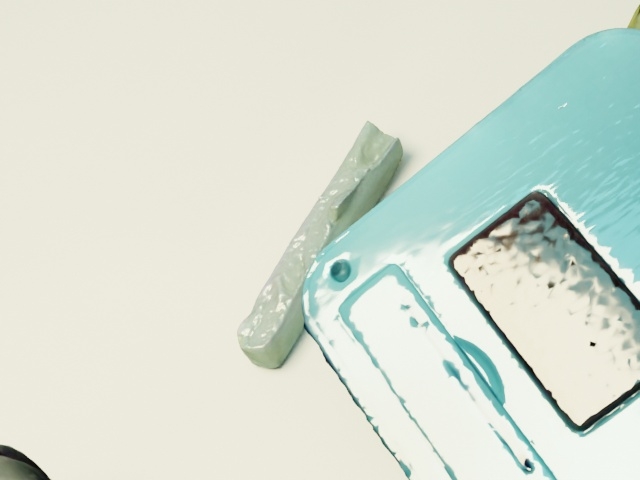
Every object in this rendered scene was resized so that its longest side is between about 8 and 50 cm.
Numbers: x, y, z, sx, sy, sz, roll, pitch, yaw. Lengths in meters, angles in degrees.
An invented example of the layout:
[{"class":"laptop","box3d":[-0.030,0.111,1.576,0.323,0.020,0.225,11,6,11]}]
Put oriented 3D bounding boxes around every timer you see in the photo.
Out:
[{"class":"timer","box3d":[0.143,0.040,0.654,0.250,0.091,0.232,-40,58,10]}]

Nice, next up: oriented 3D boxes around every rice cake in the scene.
[{"class":"rice cake","box3d":[0.000,0.000,0.810,0.030,0.042,0.180,21,69,28]}]

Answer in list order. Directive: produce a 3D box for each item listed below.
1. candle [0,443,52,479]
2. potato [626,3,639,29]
[{"class":"candle","box3d":[-0.149,0.261,0.585,0.221,0.221,0.342,-45,51,-10]},{"class":"potato","box3d":[0.224,-0.058,0.757,0.120,0.081,0.149,22,52,3]}]
